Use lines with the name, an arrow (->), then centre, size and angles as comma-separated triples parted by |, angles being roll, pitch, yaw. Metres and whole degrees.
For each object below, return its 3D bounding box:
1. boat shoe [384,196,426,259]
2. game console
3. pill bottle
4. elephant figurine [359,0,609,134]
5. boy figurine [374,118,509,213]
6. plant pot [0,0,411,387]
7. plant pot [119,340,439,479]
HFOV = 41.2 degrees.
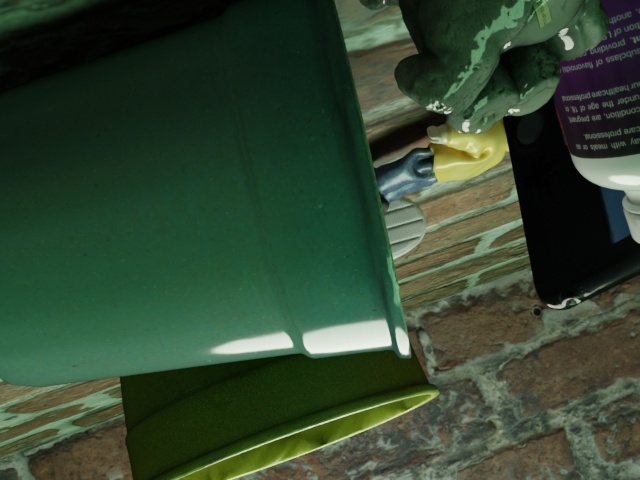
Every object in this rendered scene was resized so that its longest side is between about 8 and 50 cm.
boat shoe -> 0.000, 0.000, 1.339 | 0.334, 0.121, 0.119 | -11, 172, 7
game console -> 0.341, -0.149, 0.854 | 0.060, 0.342, 0.386 | 20, 143, -27
pill bottle -> 0.263, -0.166, 0.666 | 0.181, 0.323, 0.181 | -19, -168, 4
elephant figurine -> 0.075, -0.204, 0.589 | 0.169, 0.239, 0.186 | 3, 138, -51
boy figurine -> 0.186, -0.130, 1.152 | 0.285, 0.092, 0.177 | -25, 163, 13
plant pot -> -0.121, -0.029, 0.737 | 0.333, 0.341, 0.341 | -14, 164, 3
plant pot -> -0.092, 0.080, 1.018 | 0.366, 0.353, 0.366 | -18, 164, -5
